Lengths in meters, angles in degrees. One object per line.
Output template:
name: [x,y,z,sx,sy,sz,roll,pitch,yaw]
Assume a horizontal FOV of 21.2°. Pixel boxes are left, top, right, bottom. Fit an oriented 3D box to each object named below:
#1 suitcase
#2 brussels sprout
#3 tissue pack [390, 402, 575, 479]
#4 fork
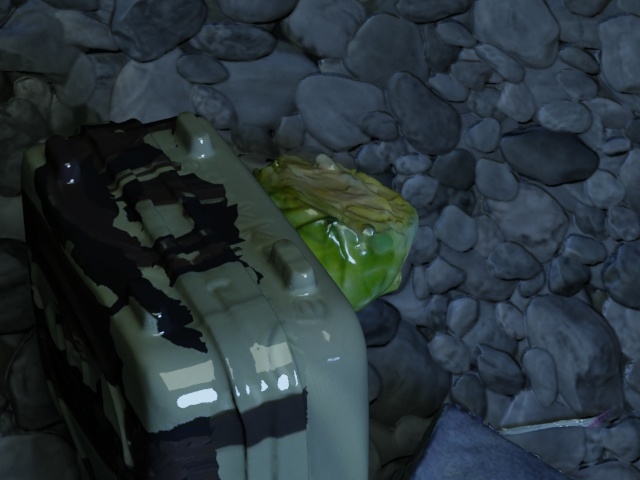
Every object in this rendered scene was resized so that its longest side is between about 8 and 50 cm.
suitcase: [-0.088,0.106,1.262,0.194,0.339,0.351,-15,37,-19]
brussels sprout: [-0.001,0.005,1.451,0.149,0.122,0.151,18,27,-15]
tissue pack: [0.199,0.333,1.304,0.394,0.124,0.288,33,38,2]
fork: [0.207,0.160,1.492,0.115,0.016,0.012,-8,45,-19]
